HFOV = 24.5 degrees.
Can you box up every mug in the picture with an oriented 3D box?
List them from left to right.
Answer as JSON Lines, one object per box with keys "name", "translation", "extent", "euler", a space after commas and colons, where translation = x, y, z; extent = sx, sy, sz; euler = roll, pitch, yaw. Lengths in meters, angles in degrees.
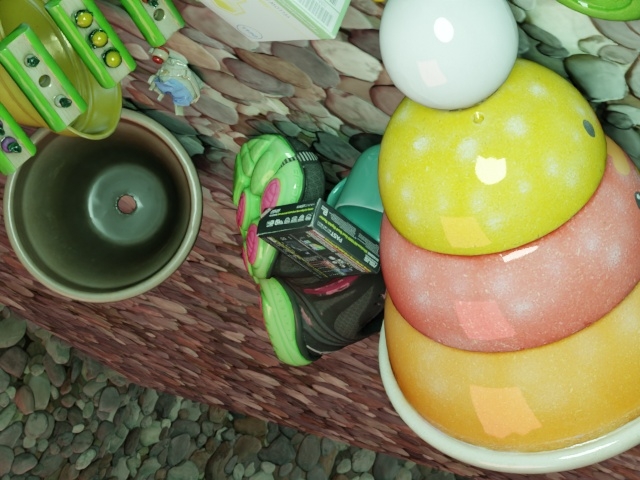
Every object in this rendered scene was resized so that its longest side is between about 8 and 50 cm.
{"name": "mug", "translation": [0.081, -0.057, 1.680], "extent": [0.157, 0.097, 0.129], "euler": [20, 164, 15]}

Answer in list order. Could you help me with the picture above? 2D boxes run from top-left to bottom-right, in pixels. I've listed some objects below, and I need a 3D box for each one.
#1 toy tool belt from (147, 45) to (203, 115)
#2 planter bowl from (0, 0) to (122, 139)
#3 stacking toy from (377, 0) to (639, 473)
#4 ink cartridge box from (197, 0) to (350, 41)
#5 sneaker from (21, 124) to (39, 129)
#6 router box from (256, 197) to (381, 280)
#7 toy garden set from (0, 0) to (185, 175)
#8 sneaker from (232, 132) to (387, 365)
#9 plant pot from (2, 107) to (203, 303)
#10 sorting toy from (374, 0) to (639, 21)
{"name": "toy tool belt", "translation": [-0.176, -0.184, 1.719], "extent": [0.052, 0.051, 0.083], "euler": [11, 160, 38]}
{"name": "planter bowl", "translation": [-0.310, -0.190, 1.564], "extent": [0.090, 0.217, 0.217], "euler": [-23, 142, 21]}
{"name": "stacking toy", "translation": [0.165, -0.045, 1.345], "extent": [0.350, 0.350, 0.480], "euler": [13, 146, 34]}
{"name": "ink cartridge box", "translation": [-0.108, -0.247, 1.350], "extent": [0.235, 0.056, 0.171], "euler": [5, 157, 47]}
{"name": "sneaker", "translation": [-0.373, -0.187, 1.994], "extent": [0.086, 0.064, 0.192], "euler": [27, 166, -38]}
{"name": "router box", "translation": [0.000, 0.000, 1.701], "extent": [0.092, 0.038, 0.122], "euler": [-8, 147, 43]}
{"name": "toy garden set", "translation": [-0.263, -0.209, 1.414], "extent": [0.049, 0.244, 0.204], "euler": [29, 158, 50]}
{"name": "sneaker", "translation": [0.001, 0.001, 1.936], "extent": [0.202, 0.185, 0.483], "euler": [-12, 153, 0]}
{"name": "plant pot", "translation": [-0.282, -0.052, 2.029], "extent": [0.263, 0.263, 0.229], "euler": [24, -177, 1]}
{"name": "sorting toy", "translation": [0.171, -0.177, 1.108], "extent": [0.365, 0.126, 0.127], "euler": [27, 164, -8]}
